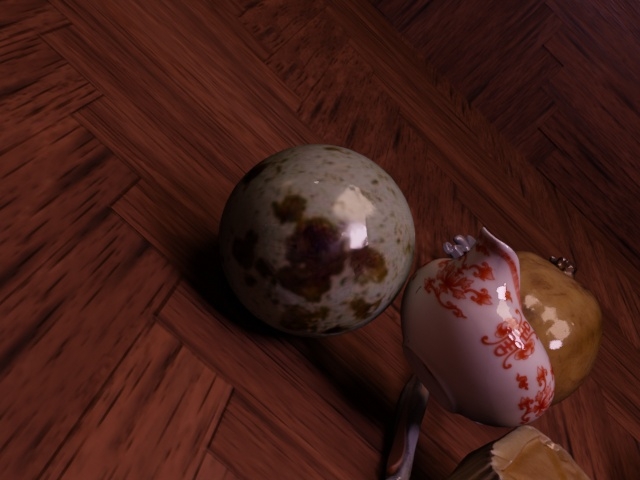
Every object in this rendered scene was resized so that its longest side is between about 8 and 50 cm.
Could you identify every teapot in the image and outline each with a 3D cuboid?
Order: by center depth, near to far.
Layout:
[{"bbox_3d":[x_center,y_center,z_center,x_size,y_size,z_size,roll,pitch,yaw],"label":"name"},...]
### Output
[{"bbox_3d":[0.136,0.097,0.791,0.159,0.116,0.245,34,-18,32],"label":"teapot"}]

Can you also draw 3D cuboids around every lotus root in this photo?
[{"bbox_3d":[0.225,0.108,1.038,0.182,0.183,0.310,50,23,10],"label":"lotus root"}]

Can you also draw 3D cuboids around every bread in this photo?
[{"bbox_3d":[0.180,0.258,0.747,0.192,0.110,0.210,50,17,16],"label":"bread"}]

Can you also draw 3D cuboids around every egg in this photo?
[{"bbox_3d":[0.000,0.000,0.804,0.169,0.169,0.231,48,7,5],"label":"egg"}]

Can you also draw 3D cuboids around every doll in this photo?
[{"bbox_3d":[0.236,0.049,1.305,0.195,0.070,0.096,35,40,-37],"label":"doll"}]

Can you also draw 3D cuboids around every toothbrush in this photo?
[{"bbox_3d":[0.070,0.186,0.787,0.037,0.028,0.375,50,21,-6],"label":"toothbrush"}]
